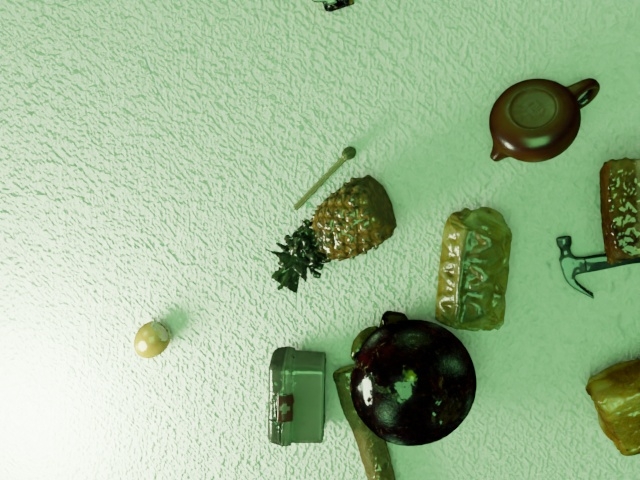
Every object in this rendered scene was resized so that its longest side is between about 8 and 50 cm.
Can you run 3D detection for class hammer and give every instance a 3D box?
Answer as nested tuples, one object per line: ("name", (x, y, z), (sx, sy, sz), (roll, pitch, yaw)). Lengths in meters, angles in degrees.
("hammer", (0.003, -0.129, 1.936), (0.028, 0.060, 0.195), (44, 112, 0))
("hammer", (0.643, 0.039, 1.829), (0.289, 0.037, 0.137), (-9, 100, 15))

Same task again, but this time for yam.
("yam", (0.108, 0.453, 2.032), (0.081, 0.081, 0.357), (-13, 98, 16))

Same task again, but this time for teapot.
("teapot", (0.446, -0.241, 1.776), (0.252, 0.135, 0.178), (-31, 64, 0))

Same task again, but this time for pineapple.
("pineapple", (0.000, 0.000, 1.918), (0.340, 0.169, 0.169), (-32, 94, 26))

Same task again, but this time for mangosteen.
("mangosteen", (0.188, 0.293, 1.888), (0.288, 0.288, 0.288), (3, 103, 13))

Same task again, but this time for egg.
("egg", (-0.402, 0.237, 2.100), (0.096, 0.080, 0.080), (-40, 91, 20))

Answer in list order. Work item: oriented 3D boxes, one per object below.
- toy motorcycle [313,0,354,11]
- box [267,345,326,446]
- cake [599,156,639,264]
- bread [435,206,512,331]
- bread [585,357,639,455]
("toy motorcycle", (-0.008, -0.594, 1.777), (0.091, 0.157, 0.263), (-14, 101, 13))
("box", (-0.052, 0.353, 2.014), (0.129, 0.148, 0.210), (1, 103, 1))
("cake", (0.688, -0.066, 1.703), (0.293, 0.196, 0.199), (-6, 82, 12))
("bread", (0.322, 0.059, 1.864), (0.152, 0.130, 0.268), (9, 105, 21))
("bread", (0.727, 0.306, 1.815), (0.344, 0.149, 0.195), (-24, 108, 16))
